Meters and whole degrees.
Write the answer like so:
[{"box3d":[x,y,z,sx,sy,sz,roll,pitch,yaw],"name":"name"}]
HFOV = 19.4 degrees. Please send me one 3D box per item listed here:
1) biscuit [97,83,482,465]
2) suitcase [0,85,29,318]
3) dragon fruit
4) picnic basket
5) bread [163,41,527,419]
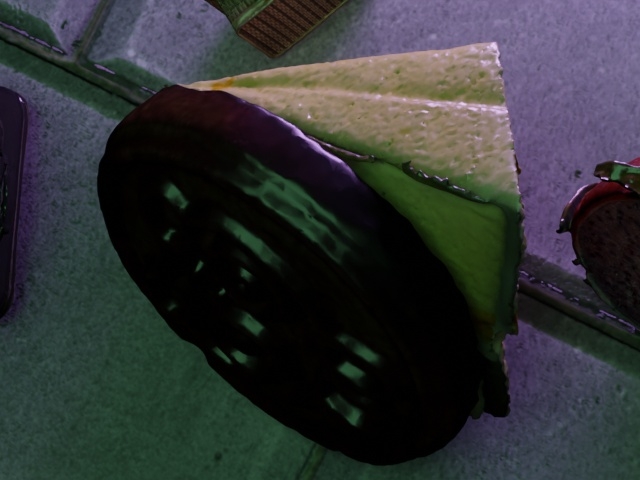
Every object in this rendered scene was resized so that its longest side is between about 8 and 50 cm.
[{"box3d":[-0.038,0.045,1.651,0.407,0.407,0.091,31,61,23],"name":"biscuit"},{"box3d":[-0.509,-0.042,1.942,0.433,0.194,0.283,0,80,20],"name":"suitcase"},{"box3d":[0.339,-0.014,1.639,0.223,0.218,0.148,34,65,5],"name":"dragon fruit"},{"box3d":[-0.028,-0.265,1.849,0.164,0.115,0.079,-38,72,10],"name":"picnic basket"},{"box3d":[0.000,0.000,1.655,0.404,0.346,0.242,-4,52,13],"name":"bread"}]
